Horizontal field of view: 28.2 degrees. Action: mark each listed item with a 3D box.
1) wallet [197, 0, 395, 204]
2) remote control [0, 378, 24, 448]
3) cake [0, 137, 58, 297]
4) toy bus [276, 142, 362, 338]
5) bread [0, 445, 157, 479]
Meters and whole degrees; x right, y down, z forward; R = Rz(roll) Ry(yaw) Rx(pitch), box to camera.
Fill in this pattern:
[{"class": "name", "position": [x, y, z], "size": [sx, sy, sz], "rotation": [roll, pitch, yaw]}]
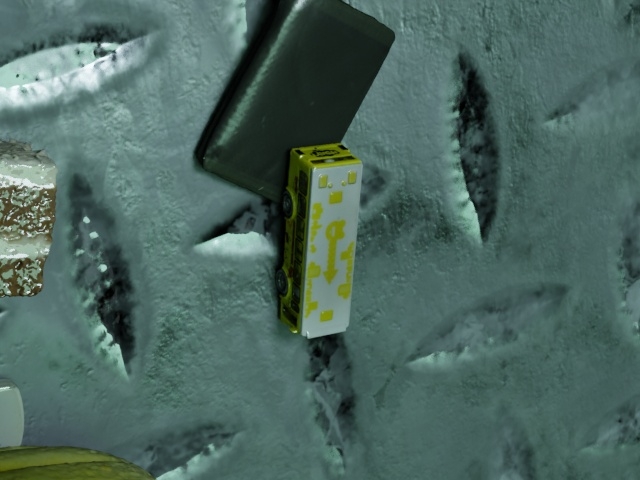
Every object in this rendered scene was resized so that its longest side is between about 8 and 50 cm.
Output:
[{"class": "wallet", "position": [-0.028, -0.167, 1.472], "size": [0.168, 0.052, 0.245], "rotation": [24, 98, -37]}, {"class": "remote control", "position": [-0.413, 0.201, 1.368], "size": [0.190, 0.029, 0.088], "rotation": [-7, 108, -27]}, {"class": "cake", "position": [-0.343, -0.026, 1.280], "size": [0.134, 0.135, 0.147], "rotation": [-3, 106, -26]}, {"class": "toy bus", "position": [0.000, 0.000, 1.508], "size": [0.081, 0.074, 0.226], "rotation": [-8, 116, -29]}, {"class": "bread", "position": [-0.290, 0.329, 1.311], "size": [0.320, 0.320, 0.237], "rotation": [5, 112, -30]}]
